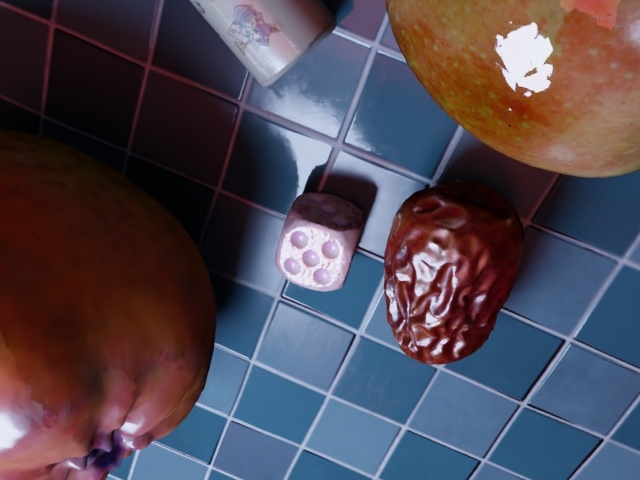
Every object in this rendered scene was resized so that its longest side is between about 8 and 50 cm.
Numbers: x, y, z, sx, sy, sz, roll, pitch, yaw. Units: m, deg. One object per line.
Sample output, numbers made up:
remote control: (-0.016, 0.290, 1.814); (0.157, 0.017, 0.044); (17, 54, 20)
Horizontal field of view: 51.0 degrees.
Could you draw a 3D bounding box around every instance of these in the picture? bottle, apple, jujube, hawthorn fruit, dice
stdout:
bottle: (-0.094, -0.280, 0.689); (0.110, 0.110, 0.233); (-35, 106, 27)
apple: (0.197, -0.224, 0.541); (0.277, 0.319, 0.319); (27, 123, 22)
jujube: (0.151, 0.042, 0.785); (0.155, 0.155, 0.230); (7, 125, 10)
hawthorn fruit: (-0.362, 0.094, 0.795); (0.471, 0.472, 0.472); (6, 119, 10)
dice: (0.000, 0.000, 0.826); (0.091, 0.093, 0.094); (19, 121, 3)
